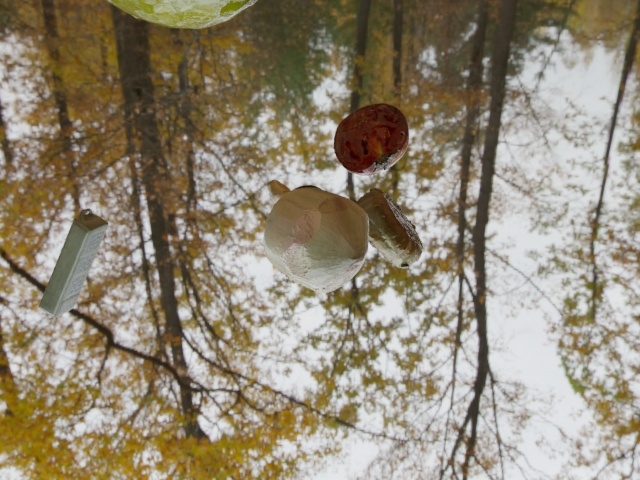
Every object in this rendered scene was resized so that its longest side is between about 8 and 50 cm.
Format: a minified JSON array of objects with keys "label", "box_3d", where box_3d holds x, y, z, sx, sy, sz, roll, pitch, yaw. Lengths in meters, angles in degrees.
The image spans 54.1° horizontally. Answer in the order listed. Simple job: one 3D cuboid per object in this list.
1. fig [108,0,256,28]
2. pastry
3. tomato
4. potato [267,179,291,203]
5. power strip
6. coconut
[{"label":"fig","box_3d":[-0.164,-0.399,0.718,0.344,0.343,0.343,0,-155,0]},{"label":"pastry","box_3d":[0.195,-0.030,1.835,0.236,0.121,0.256,21,-142,-59]},{"label":"tomato","box_3d":[0.111,-0.198,1.279,0.159,0.091,0.139,-34,-114,11]},{"label":"potato","box_3d":[-0.127,-0.147,1.905,0.068,0.083,0.062,-29,-176,12]},{"label":"power strip","box_3d":[-0.543,0.054,1.380,0.052,0.272,0.078,32,-161,5]},{"label":"coconut","box_3d":[0.000,0.000,1.303,0.224,0.224,0.234,-15,-144,-29]}]
